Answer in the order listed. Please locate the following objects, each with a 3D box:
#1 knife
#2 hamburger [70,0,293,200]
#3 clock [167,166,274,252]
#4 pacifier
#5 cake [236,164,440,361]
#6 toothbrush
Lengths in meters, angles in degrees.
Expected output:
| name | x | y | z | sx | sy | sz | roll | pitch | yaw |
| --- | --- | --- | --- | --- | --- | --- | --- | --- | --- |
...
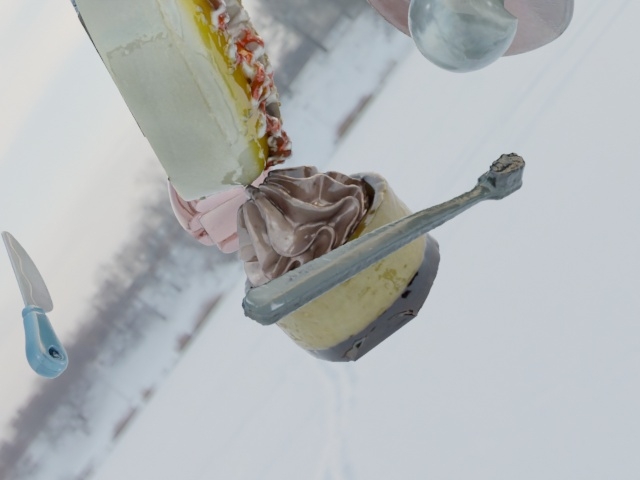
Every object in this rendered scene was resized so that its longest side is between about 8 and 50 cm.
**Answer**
| name | x | y | z | sx | sy | sz | roll | pitch | yaw |
| --- | --- | --- | --- | --- | --- | --- | --- | --- | --- |
| knife | -0.353 | 0.076 | 1.805 | 0.032 | 0.058 | 0.244 | -49 | 41 | 23 |
| hamburger | -0.136 | -0.180 | 1.441 | 0.151 | 0.295 | 0.227 | -32 | 38 | -4 |
| clock | -0.156 | -0.125 | 1.948 | 0.142 | 0.241 | 0.227 | -26 | -20 | -1 |
| pacifier | 0.149 | -0.275 | 1.322 | 0.220 | 0.273 | 0.332 | -7 | -29 | -28 |
| cake | 0.000 | 0.000 | 1.495 | 0.185 | 0.178 | 0.207 | -51 | 32 | -15 |
| toothbrush | 0.058 | -0.004 | 1.159 | 0.297 | 0.030 | 0.031 | -28 | -29 | -32 |
